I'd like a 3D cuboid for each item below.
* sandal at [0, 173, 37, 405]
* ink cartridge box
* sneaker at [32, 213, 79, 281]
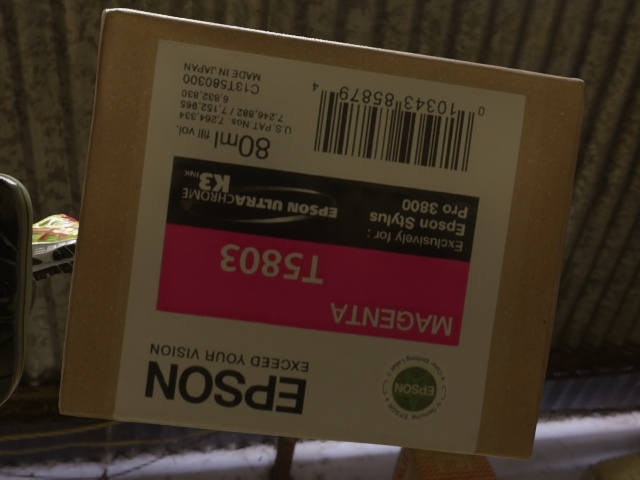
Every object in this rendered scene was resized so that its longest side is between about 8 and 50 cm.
[{"bbox_3d":[-0.393,0.070,0.822,0.120,0.086,0.303,15,-83,4],"label":"sandal"},{"bbox_3d":[0.000,0.000,0.355,0.234,0.088,0.193,6,-88,-5],"label":"ink cartridge box"},{"bbox_3d":[-0.359,-0.003,0.969,0.208,0.094,0.081,-4,-38,3],"label":"sneaker"}]
